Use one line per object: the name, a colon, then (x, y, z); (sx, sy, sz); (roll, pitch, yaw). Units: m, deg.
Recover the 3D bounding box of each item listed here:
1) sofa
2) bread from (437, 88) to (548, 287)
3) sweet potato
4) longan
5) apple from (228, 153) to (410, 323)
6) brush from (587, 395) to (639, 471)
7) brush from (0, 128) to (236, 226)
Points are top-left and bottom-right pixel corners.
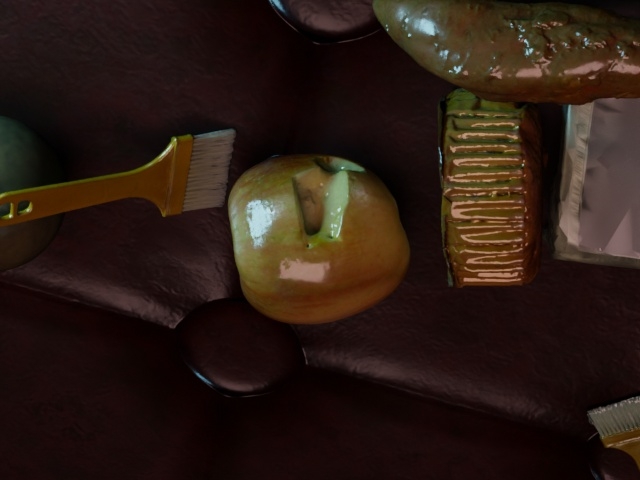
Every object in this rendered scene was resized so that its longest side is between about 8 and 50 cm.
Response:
sofa: (0.328, -0.082, 1.473); (0.210, 0.176, 0.225); (4, 98, 8)
bread: (0.169, -0.051, 1.459); (0.104, 0.199, 0.199); (-1, 126, 8)
sweet potato: (0.190, -0.169, 1.355); (0.355, 0.106, 0.095); (15, 127, 21)
longan: (-0.354, -0.048, 1.577); (0.187, 0.167, 0.167); (-2, 125, 17)
apple: (0.000, 0.000, 1.542); (0.199, 0.199, 0.199); (5, 127, 7)
brush: (0.386, 0.263, 1.756); (0.082, 0.010, 0.218); (-18, 122, 22)
brush: (-0.212, -0.053, 1.536); (0.272, 0.013, 0.103); (-13, 134, -29)
